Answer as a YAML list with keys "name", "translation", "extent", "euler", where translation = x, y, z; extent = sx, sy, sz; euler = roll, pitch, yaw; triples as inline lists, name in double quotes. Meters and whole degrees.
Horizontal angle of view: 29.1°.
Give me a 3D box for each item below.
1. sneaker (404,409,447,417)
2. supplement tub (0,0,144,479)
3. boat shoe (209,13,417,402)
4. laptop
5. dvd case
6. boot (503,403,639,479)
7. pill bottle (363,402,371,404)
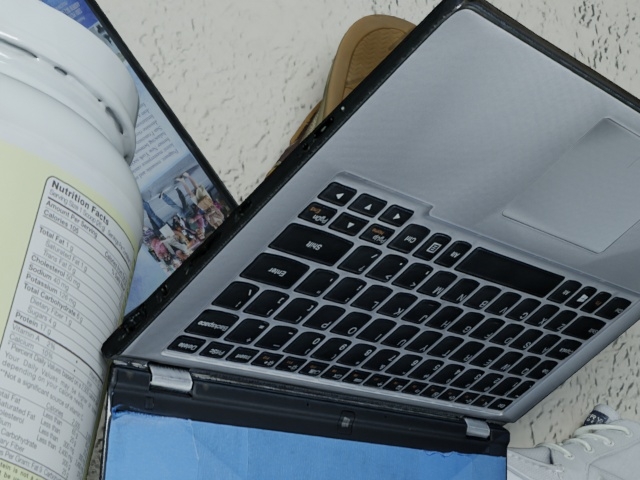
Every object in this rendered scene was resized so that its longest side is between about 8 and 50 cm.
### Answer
- name: "sneaker"
  translation: [0.130, 0.020, 0.975]
  extent: [0.121, 0.111, 0.300]
  euler: [30, 72, 1]
- name: "supplement tub"
  translation: [-0.226, 0.044, 0.659]
  extent: [0.235, 0.235, 0.324]
  euler: [18, 64, -20]
- name: "boat shoe"
  translation: [0.000, 0.000, 0.886]
  extent: [0.123, 0.123, 0.342]
  euler: [23, 64, -13]
- name: "laptop"
  translation: [0.090, 0.139, 0.686]
  extent: [0.382, 0.408, 0.236]
  euler: [17, 36, -48]
- name: "dvd case"
  translation: [-0.187, -0.059, 0.883]
  extent: [0.180, 0.022, 0.253]
  euler: [-38, 99, -23]
- name: "boot"
  translation: [0.196, 0.184, 0.987]
  extent: [0.258, 0.095, 0.123]
  euler: [33, 66, -24]
- name: "pill bottle"
  translation: [0.037, 0.204, 0.895]
  extent: [0.208, 0.117, 0.117]
  euler: [48, 69, -11]
